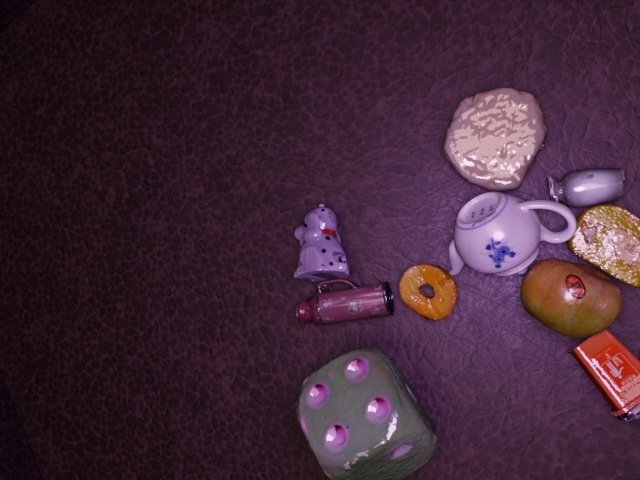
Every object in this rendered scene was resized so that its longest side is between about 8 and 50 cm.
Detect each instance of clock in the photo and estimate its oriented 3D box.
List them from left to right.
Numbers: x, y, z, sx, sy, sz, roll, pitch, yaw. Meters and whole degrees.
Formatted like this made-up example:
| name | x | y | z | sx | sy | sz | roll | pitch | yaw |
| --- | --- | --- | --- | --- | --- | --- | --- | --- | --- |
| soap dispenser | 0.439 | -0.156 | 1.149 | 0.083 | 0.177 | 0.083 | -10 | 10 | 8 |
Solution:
| name | x | y | z | sx | sy | sz | roll | pitch | yaw |
| --- | --- | --- | --- | --- | --- | --- | --- | --- | --- |
| clock | -0.002 | 0.003 | 1.875 | 0.188 | 0.189 | 0.254 | -13 | 71 | 17 |

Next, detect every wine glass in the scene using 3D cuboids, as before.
| name | x | y | z | sx | sy | sz | roll | pitch | yaw |
| --- | --- | --- | --- | --- | --- | --- | --- | --- | --- |
| wine glass | 0.776 | -0.154 | 1.647 | 0.204 | 0.111 | 0.111 | -5 | 86 | 20 |

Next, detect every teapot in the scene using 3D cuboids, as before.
| name | x | y | z | sx | sy | sz | roll | pitch | yaw |
| --- | --- | --- | --- | --- | --- | --- | --- | --- | --- |
| teapot | 0.540 | 0.002 | 1.665 | 0.423 | 0.252 | 0.280 | -25 | 116 | 36 |

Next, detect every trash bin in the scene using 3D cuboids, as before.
| name | x | y | z | sx | sy | sz | roll | pitch | yaw |
| --- | --- | --- | --- | --- | --- | --- | --- | --- | --- |
| trash bin | 0.835 | 0.376 | 1.588 | 0.161 | 0.184 | 0.239 | -37 | 63 | 6 |

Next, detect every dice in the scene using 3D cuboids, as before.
| name | x | y | z | sx | sy | sz | roll | pitch | yaw |
| --- | --- | --- | --- | --- | --- | --- | --- | --- | --- |
| dice | 0.134 | 0.539 | 1.671 | 0.330 | 0.318 | 0.322 | -35 | 47 | 4 |

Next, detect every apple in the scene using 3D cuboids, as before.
| name | x | y | z | sx | sy | sz | roll | pitch | yaw |
| --- | --- | --- | --- | --- | --- | --- | --- | --- | --- |
| apple | 0.706 | 0.160 | 1.591 | 0.260 | 0.260 | 0.194 | 28 | 106 | 17 |

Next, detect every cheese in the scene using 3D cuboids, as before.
| name | x | y | z | sx | sy | sz | roll | pitch | yaw |
| --- | --- | --- | --- | --- | --- | --- | --- | --- | --- |
| cheese | 0.541 | -0.307 | 1.730 | 0.317 | 0.115 | 0.327 | -24 | 82 | 16 |

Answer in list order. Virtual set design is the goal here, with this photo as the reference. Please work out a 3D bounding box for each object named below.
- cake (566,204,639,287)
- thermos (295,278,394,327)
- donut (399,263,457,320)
| name | x | y | z | sx | sy | sz | roll | pitch | yaw |
| --- | --- | --- | --- | --- | --- | --- | --- | --- | --- |
| cake | 0.848 | 0.008 | 1.601 | 0.260 | 0.156 | 0.179 | 33 | 104 | 15 |
| thermos | 0.067 | 0.205 | 1.855 | 0.330 | 0.110 | 0.136 | -11 | 120 | 17 |
| donut | 0.349 | 0.157 | 1.781 | 0.190 | 0.074 | 0.174 | 16 | 109 | 26 |
